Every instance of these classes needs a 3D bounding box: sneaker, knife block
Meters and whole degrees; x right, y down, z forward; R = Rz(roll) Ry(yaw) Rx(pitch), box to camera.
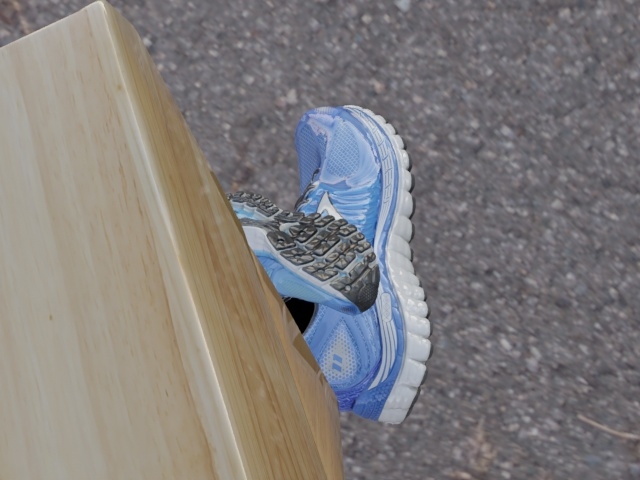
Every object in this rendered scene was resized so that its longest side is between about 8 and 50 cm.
[{"bbox_3d":[0.000,0.000,1.009,0.130,0.147,0.330,110,161,-44],"label":"sneaker"},{"bbox_3d":[-0.020,0.019,0.841,0.162,0.063,0.073,24,131,40],"label":"sneaker"},{"bbox_3d":[-0.054,0.086,0.388,0.088,0.276,0.242,-23,24,9],"label":"knife block"}]
